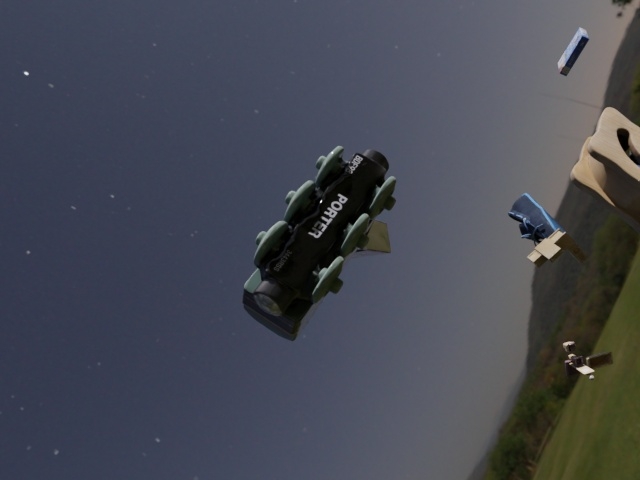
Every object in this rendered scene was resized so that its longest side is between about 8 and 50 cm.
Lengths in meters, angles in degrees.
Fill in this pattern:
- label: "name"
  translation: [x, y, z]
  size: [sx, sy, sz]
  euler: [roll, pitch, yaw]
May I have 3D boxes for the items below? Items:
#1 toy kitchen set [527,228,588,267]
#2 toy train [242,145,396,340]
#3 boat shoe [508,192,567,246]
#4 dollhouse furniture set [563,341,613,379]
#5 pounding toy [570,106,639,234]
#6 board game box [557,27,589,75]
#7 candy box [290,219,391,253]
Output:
- label: "toy kitchen set"
  translation: [0.467, 0.036, 1.155]
  size: [0.083, 0.075, 0.068]
  euler: [-44, 13, 9]
- label: "toy train"
  translation: [0.000, 0.000, 0.927]
  size: [0.334, 0.142, 0.190]
  euler: [-54, -9, -32]
- label: "boat shoe"
  translation: [0.566, -0.031, 1.545]
  size: [0.089, 0.109, 0.258]
  euler: [-45, 15, 17]
- label: "dollhouse furniture set"
  translation: [0.643, 0.278, 1.389]
  size: [0.081, 0.114, 0.091]
  euler: [-135, 32, -76]
- label: "pounding toy"
  translation: [0.499, -0.101, 0.822]
  size: [0.154, 0.269, 0.155]
  euler: [-34, -26, -23]
- label: "board game box"
  translation: [0.571, -0.427, 1.345]
  size: [0.090, 0.020, 0.090]
  euler: [-66, -4, 35]
- label: "candy box"
  translation: [0.027, 0.005, 1.234]
  size: [0.165, 0.196, 0.070]
  euler: [9, -107, -67]
